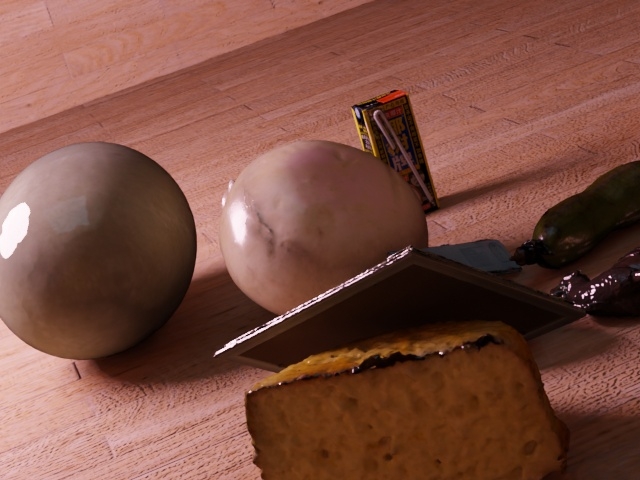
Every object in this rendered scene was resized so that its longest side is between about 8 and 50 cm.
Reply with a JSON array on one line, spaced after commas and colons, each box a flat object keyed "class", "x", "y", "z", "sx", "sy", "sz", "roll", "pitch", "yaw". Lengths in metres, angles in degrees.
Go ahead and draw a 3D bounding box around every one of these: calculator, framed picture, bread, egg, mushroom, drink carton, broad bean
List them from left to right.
[{"class": "egg", "x": -0.281, "y": 0.010, "z": 1.753, "sx": 0.259, "sy": 0.258, "sz": 0.352, "roll": -13, "pitch": 18, "yaw": 11}, {"class": "mushroom", "x": 0.000, "y": 0.000, "z": 1.651, "sx": 0.246, "sy": 0.202, "sz": 0.246, "roll": 8, "pitch": 52, "yaw": -11}, {"class": "drink carton", "x": 0.100, "y": -0.111, "z": 1.890, "sx": 0.071, "sy": 0.165, "sz": 0.056, "roll": -23, "pitch": 20, "yaw": -16}, {"class": "framed picture", "x": 0.068, "y": 0.080, "z": 1.274, "sx": 0.217, "sy": 0.017, "sz": 0.274, "roll": 21, "pitch": -35, "yaw": -37}, {"class": "bread", "x": 0.077, "y": 0.150, "z": 1.212, "sx": 0.261, "sy": 0.160, "sz": 0.147, "roll": -17, "pitch": 12, "yaw": 19}, {"class": "calculator", "x": 0.149, "y": 0.024, "z": 1.585, "sx": 0.172, "sy": 0.018, "sz": 0.057, "roll": -6, "pitch": 42, "yaw": -39}, {"class": "broad bean", "x": 0.331, "y": -0.039, "z": 1.651, "sx": 0.339, "sy": 0.061, "sz": 0.077, "roll": -29, "pitch": 30, "yaw": -29}]

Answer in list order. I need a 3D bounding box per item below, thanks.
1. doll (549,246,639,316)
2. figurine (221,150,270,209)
[{"class": "doll", "x": 0.320, "y": 0.040, "z": 1.461, "sx": 0.139, "sy": 0.057, "sz": 0.165, "roll": -35, "pitch": 21, "yaw": -36}, {"class": "figurine", "x": -0.079, "y": -0.057, "z": 2.000, "sx": 0.132, "sy": 0.132, "sz": 0.154, "roll": -28, "pitch": 8, "yaw": -28}]
